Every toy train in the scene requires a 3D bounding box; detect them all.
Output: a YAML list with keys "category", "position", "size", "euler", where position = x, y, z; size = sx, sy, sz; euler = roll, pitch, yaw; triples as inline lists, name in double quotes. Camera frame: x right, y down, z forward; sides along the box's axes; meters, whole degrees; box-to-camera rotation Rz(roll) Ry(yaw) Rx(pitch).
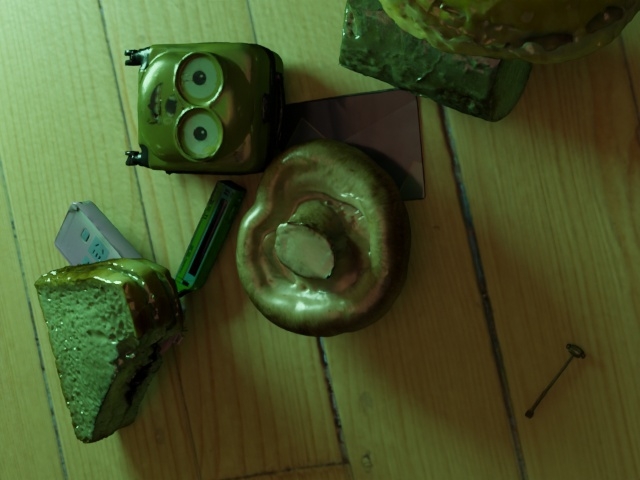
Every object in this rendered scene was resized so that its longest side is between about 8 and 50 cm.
- category: "toy train"
  position: [-0.172, 0.010, 1.426]
  size: [0.042, 0.044, 0.209]
  euler: [29, 104, 16]

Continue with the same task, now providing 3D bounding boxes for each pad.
- category: "pad"
  position: [0.030, -0.130, 1.370]
  size: [0.243, 0.004, 0.164]
  euler: [-5, 91, 19]

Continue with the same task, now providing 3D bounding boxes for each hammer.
- category: "hammer"
  position: [0.318, 0.194, 1.282]
  size: [0.029, 0.014, 0.123]
  euler: [38, 106, 22]

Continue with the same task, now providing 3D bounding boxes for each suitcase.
- category: "suitcase"
  position: [-0.171, -0.191, 1.361]
  size: [0.234, 0.143, 0.194]
  euler: [3, 94, 21]

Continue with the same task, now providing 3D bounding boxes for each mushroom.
- category: "mushroom"
  position: [0.000, 0.000, 1.314]
  size: [0.278, 0.146, 0.278]
  euler: [1, 91, 24]

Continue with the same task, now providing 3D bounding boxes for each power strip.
- category: "power strip"
  position: [-0.313, 0.059, 1.458]
  size: [0.279, 0.037, 0.109]
  euler: [47, 128, 15]

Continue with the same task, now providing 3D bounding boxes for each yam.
- category: "yam"
  position: [0.147, -0.270, 1.244]
  size: [0.268, 0.161, 0.161]
  euler: [24, 100, 14]

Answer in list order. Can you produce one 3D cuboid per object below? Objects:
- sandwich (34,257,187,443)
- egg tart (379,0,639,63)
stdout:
- category: "sandwich"
  position: [-0.304, 0.168, 1.399]
  size: [0.254, 0.099, 0.289]
  euler: [-3, 103, 37]
- category: "egg tart"
  position: [0.233, -0.391, 1.129]
  size: [0.387, 0.169, 0.388]
  euler: [0, 67, -1]
